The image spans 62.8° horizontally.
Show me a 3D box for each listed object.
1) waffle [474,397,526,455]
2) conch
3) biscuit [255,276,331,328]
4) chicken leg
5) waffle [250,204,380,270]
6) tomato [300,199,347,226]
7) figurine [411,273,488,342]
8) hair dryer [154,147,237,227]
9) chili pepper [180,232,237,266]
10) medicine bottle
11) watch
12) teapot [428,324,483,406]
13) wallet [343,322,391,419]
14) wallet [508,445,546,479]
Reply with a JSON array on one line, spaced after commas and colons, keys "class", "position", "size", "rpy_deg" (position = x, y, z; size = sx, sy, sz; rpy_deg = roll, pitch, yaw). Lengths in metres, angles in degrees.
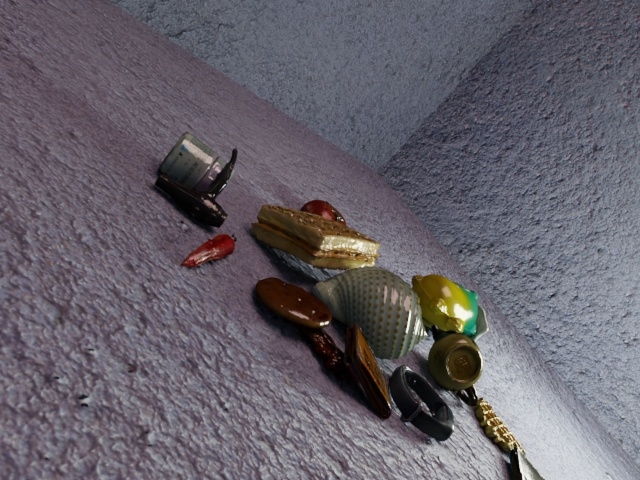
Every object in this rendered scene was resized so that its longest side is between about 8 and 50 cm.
[{"class": "waffle", "position": [0.559, 0.586, 1.655], "size": [0.160, 0.046, 0.192], "rpy_deg": [34, 19, -18]}, {"class": "conch", "position": [0.158, 0.179, 1.493], "size": [0.319, 0.215, 0.303], "rpy_deg": [45, 7, 4]}, {"class": "biscuit", "position": [-0.065, 0.148, 1.275], "size": [0.212, 0.036, 0.212], "rpy_deg": [26, 9, -5]}, {"class": "chicken leg", "position": [0.001, 0.246, 1.243], "size": [0.219, 0.048, 0.089], "rpy_deg": [48, 15, 17]}, {"class": "waffle", "position": [0.000, 0.001, 1.590], "size": [0.261, 0.114, 0.376], "rpy_deg": [29, 10, 30]}, {"class": "tomato", "position": [0.037, -0.076, 2.009], "size": [0.228, 0.101, 0.228], "rpy_deg": [41, 16, -14]}, {"class": "figurine", "position": [0.471, 0.250, 1.963], "size": [0.340, 0.231, 0.324], "rpy_deg": [34, 17, -41]}, {"class": "hair dryer", "position": [-0.288, -0.162, 1.350], "size": [0.195, 0.219, 0.075], "rpy_deg": [35, -19, -10]}, {"class": "chili pepper", "position": [-0.250, 0.018, 1.241], "size": [0.059, 0.050, 0.268], "rpy_deg": [59, 18, -1]}, {"class": "medicine bottle", "position": [-0.333, -0.195, 1.424], "size": [0.168, 0.135, 0.135], "rpy_deg": [36, 18, -18]}, {"class": "watch", "position": [0.260, 0.423, 1.364], "size": [0.193, 0.068, 0.206], "rpy_deg": [41, 14, 7]}, {"class": "teapot", "position": [0.419, 0.394, 1.660], "size": [0.269, 0.173, 0.182], "rpy_deg": [67, -14, 1]}, {"class": "wallet", "position": [0.118, 0.312, 1.263], "size": [0.195, 0.042, 0.161], "rpy_deg": [60, 15, -15]}, {"class": "wallet", "position": [0.585, 0.712, 1.416], "size": [0.169, 0.044, 0.317], "rpy_deg": [46, 19, 0]}]
